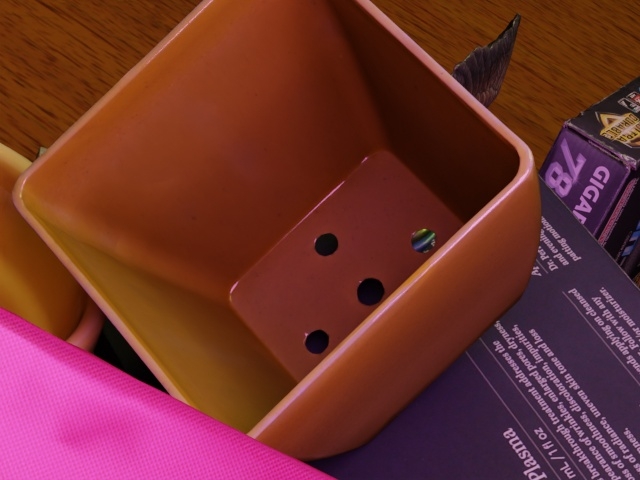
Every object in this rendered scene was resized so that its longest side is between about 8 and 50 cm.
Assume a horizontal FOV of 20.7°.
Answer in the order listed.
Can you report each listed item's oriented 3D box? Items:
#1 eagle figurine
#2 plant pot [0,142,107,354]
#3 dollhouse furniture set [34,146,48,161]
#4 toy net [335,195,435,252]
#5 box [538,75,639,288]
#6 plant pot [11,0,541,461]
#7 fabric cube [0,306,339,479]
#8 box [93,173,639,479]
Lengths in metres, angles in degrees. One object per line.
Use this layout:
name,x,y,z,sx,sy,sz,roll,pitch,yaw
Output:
eagle figurine,0.090,-0.074,1.515,0.298,0.226,0.225,-4,52,-40
plant pot,-0.275,0.083,1.021,0.254,0.239,0.254,18,32,-12
dollhouse furniture set,-0.141,-0.062,1.435,0.183,0.129,0.129,16,33,-16
toy net,0.034,-0.072,1.168,0.122,0.045,0.232,-22,49,-13
box,0.224,0.000,1.445,0.073,0.296,0.293,34,31,17
plant pot,0.000,0.000,0.976,0.212,0.212,0.187,47,1,30
fabric cube,-0.127,0.189,0.760,0.258,0.254,0.259,28,-13,-21
box,0.055,0.126,1.137,0.312,0.179,0.343,-22,49,-15
